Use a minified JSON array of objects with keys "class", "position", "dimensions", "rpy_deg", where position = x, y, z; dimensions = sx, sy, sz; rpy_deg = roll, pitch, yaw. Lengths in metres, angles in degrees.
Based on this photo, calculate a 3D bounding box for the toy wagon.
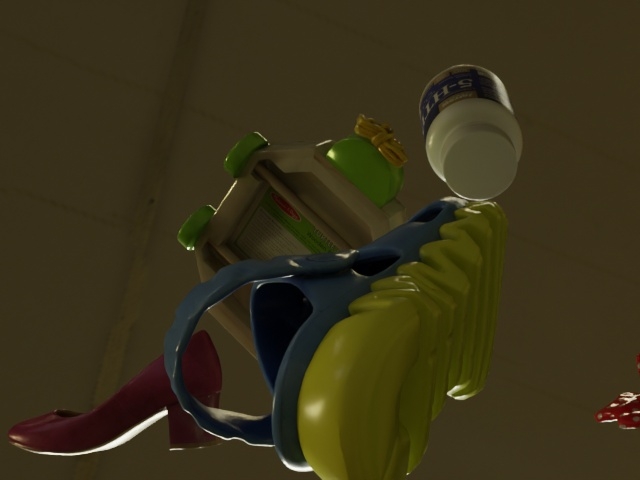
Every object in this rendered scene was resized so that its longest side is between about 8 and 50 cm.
[{"class":"toy wagon","position":[0.000,0.000,1.421],"dimensions":[0.267,0.344,0.068],"rpy_deg":[43,-145,10]}]

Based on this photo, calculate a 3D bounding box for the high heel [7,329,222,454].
[{"class":"high heel","position":[-0.215,0.158,1.349],"dimensions":[0.082,0.244,0.117],"rpy_deg":[1,-97,-67]}]

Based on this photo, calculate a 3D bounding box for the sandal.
[{"class":"sandal","position":[0.020,0.040,0.728],"dimensions":[0.317,0.138,0.126],"rpy_deg":[-21,-62,-67]}]

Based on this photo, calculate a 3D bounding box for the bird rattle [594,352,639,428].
[{"class":"bird rattle","position":[0.460,0.236,1.527],"dimensions":[0.207,0.253,0.143],"rpy_deg":[22,-92,-41]}]

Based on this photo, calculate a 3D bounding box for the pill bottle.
[{"class":"pill bottle","position":[0.176,-0.123,1.523],"dimensions":[0.112,0.112,0.186],"rpy_deg":[32,-158,-15]}]
